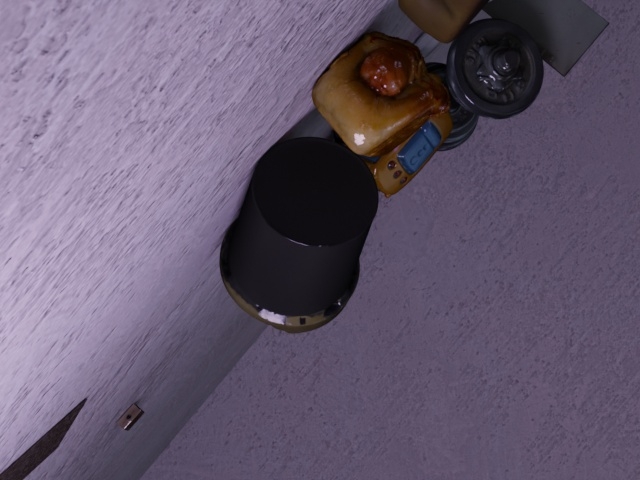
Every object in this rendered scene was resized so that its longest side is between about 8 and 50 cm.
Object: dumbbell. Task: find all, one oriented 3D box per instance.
[{"bbox_3d":[0.259,-0.274,1.986,0.179,0.179,0.406,-48,-173,-16],"label":"dumbbell"}]

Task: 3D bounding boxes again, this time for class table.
[{"bbox_3d":[0.387,-0.417,1.978,0.121,0.240,0.111,-50,175,16],"label":"table"}]

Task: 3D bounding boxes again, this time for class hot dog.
[{"bbox_3d":[0.087,-0.199,1.505,0.153,0.150,0.257,-41,176,9],"label":"hot dog"}]

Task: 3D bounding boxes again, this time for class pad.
[{"bbox_3d":[-0.445,0.340,1.643,0.235,0.003,0.158,-45,173,-50],"label":"pad"}]

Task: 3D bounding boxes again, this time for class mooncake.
[{"bbox_3d":[0.192,-0.361,1.326,0.235,0.117,0.235,-51,177,-3],"label":"mooncake"}]

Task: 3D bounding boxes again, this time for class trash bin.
[{"bbox_3d":[-0.037,0.010,1.611,0.214,0.214,0.334,-48,170,-26],"label":"trash bin"}]

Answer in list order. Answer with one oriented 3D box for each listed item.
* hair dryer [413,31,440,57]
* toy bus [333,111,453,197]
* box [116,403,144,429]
[{"bbox_3d":[0.242,-0.396,1.875,0.236,0.073,0.131,-50,178,36],"label":"hair dryer"},{"bbox_3d":[0.126,-0.175,1.867,0.209,0.136,0.126,-49,138,-6],"label":"toy bus"},{"bbox_3d":[-0.390,0.364,2.260,0.053,0.024,0.083,-48,177,-12],"label":"box"}]
